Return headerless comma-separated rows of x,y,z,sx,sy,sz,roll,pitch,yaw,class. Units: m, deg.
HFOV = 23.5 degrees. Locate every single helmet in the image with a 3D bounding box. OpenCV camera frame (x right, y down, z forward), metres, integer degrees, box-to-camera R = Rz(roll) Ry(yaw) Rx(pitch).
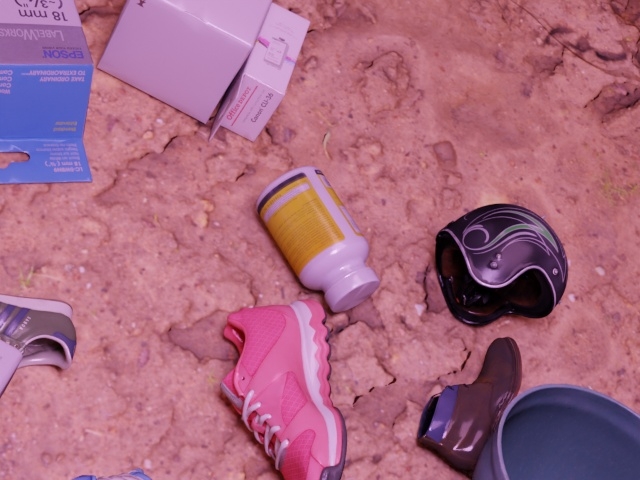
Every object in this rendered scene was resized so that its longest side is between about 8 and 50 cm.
0.255,0.031,2.112,0.162,0.169,0.169,-12,62,-16,helmet

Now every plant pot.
0.296,0.348,1.861,0.293,0.196,0.293,19,40,-16,plant pot

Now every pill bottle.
0.000,0.000,2.034,0.103,0.103,0.184,-17,66,-37,pill bottle

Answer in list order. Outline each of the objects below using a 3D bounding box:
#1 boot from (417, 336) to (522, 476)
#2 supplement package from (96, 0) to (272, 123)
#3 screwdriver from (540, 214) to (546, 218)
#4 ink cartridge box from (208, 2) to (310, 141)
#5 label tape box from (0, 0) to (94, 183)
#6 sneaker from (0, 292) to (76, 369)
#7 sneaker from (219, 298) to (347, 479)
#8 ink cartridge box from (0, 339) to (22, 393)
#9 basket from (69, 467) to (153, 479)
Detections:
0.196,0.199,2.008,0.106,0.082,0.219,26,50,-13,boot
-0.165,-0.345,2.152,0.178,0.175,0.293,28,47,-9,supplement package
0.289,-0.009,2.253,0.024,0.025,0.170,48,49,11,screwdriver
-0.085,-0.222,2.145,0.067,0.115,0.198,26,49,-10,ink cartridge box
-0.425,-0.237,1.977,0.241,0.106,0.333,-3,58,-30,label tape box
-0.369,0.111,1.773,0.192,0.064,0.086,4,50,-30,sneaker
-0.054,0.207,1.865,0.136,0.116,0.313,3,48,-15,sneaker
-0.474,0.193,1.620,0.201,0.117,0.278,31,47,-5,ink cartridge box
-0.227,0.367,1.547,0.254,0.201,0.289,49,17,13,basket
